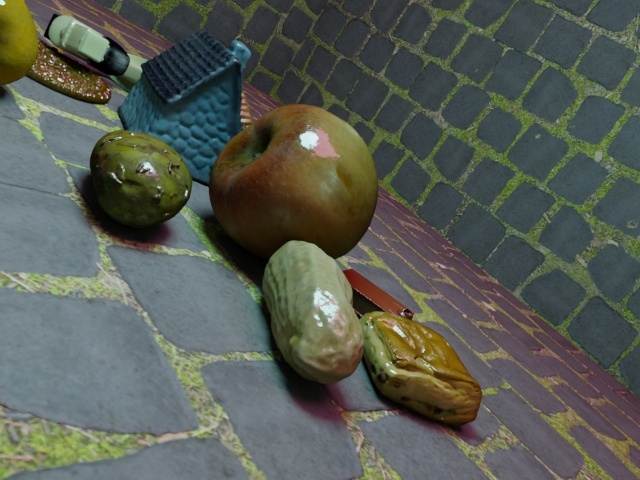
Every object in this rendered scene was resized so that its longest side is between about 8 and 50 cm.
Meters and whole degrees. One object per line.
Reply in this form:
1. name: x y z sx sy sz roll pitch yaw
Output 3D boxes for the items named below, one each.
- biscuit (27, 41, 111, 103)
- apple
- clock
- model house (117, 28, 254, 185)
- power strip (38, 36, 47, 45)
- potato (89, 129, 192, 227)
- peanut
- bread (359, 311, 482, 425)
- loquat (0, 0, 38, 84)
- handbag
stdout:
1. biscuit: -0.680 -0.446 1.406 0.305 0.038 0.305 32 15 -10
2. apple: -0.048 -0.102 1.148 0.305 0.338 0.338 48 4 -38
3. clock: -0.599 -0.517 1.597 0.276 0.120 0.379 30 6 31
4. model house: -0.301 -0.371 1.412 0.297 0.339 0.360 21 20 -36
5. power strip: -0.797 -0.568 1.544 0.083 0.035 0.055 43 18 22
6. potato: -0.319 -0.122 0.982 0.176 0.141 0.298 36 13 -30
7. peanut: -0.013 0.111 0.903 0.152 0.152 0.313 28 16 -23
8. bread: 0.185 0.231 1.035 0.235 0.099 0.210 28 16 -22
9. loquat: -0.641 -0.397 1.031 0.208 0.208 0.208 32 15 -10
10. handbag: 0.114 0.140 1.247 0.190 0.063 0.127 35 14 16
